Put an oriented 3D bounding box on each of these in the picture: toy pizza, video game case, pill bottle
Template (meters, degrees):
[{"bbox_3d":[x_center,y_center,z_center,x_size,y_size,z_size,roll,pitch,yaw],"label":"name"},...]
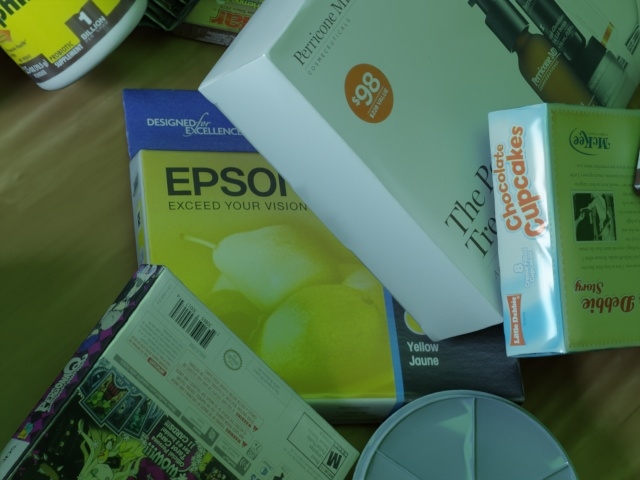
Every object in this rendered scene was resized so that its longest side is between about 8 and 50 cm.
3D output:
[{"bbox_3d":[0.113,0.216,1.491,0.201,0.032,0.201,5,75,-19],"label":"toy pizza"},{"bbox_3d":[-0.106,0.169,1.399,0.232,0.042,0.210,45,69,-27],"label":"video game case"},{"bbox_3d":[-0.245,-0.230,1.517,0.215,0.117,0.117,47,60,-19],"label":"pill bottle"}]

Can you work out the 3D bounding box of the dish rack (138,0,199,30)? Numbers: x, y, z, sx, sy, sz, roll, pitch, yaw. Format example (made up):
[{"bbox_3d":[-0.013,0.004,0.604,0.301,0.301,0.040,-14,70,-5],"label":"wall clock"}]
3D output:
[{"bbox_3d":[-0.122,-0.319,1.585,0.208,0.074,0.271,38,103,-13],"label":"dish rack"}]

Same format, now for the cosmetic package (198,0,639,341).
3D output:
[{"bbox_3d":[0.108,-0.153,1.542,0.284,0.097,0.377,45,54,-17],"label":"cosmetic package"}]

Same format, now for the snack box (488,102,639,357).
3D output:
[{"bbox_3d":[0.256,-0.008,1.536,0.322,0.060,0.187,0,85,-48],"label":"snack box"}]

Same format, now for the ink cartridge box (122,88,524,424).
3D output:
[{"bbox_3d":[0.000,0.000,1.572,0.303,0.072,0.307,0,67,-16],"label":"ink cartridge box"}]

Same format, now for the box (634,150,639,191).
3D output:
[{"bbox_3d":[0.379,-0.074,1.510,0.203,0.168,0.167,38,58,-39],"label":"box"}]

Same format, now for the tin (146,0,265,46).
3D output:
[{"bbox_3d":[-0.072,-0.217,1.671,0.189,0.040,0.106,11,59,-10],"label":"tin"}]
